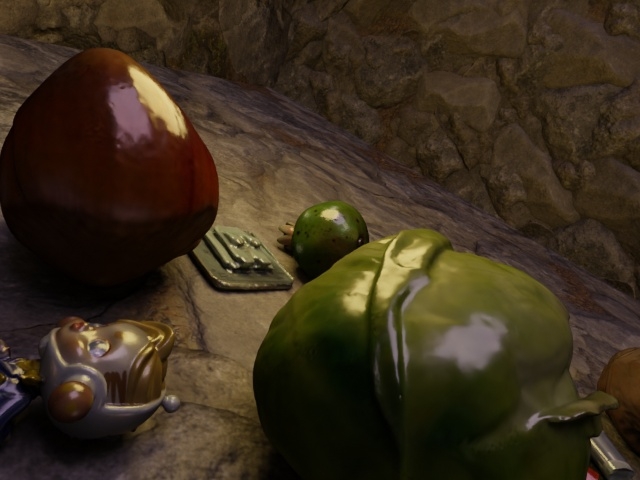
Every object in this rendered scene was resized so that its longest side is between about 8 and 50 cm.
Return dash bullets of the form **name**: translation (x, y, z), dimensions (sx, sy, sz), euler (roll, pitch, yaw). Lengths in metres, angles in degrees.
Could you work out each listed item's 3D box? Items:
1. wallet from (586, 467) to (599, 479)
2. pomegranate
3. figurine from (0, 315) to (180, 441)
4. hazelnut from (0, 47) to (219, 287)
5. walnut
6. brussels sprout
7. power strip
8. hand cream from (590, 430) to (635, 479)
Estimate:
- **wallet**: translation (0.290, 0.338, 0.740), dimensions (0.204, 0.045, 0.142), euler (36, 67, 25)
- **pomegranate**: translation (-0.001, -0.001, 1.119), dimensions (0.225, 0.187, 0.187), euler (5, 5, 40)
- **figurine**: translation (-0.291, 0.157, 0.514), dimensions (0.194, 0.133, 0.274), euler (14, 17, 40)
- **hazelnut**: translation (-0.321, -0.111, 0.775), dimensions (0.315, 0.372, 0.372), euler (-5, 32, -15)
- **walnut**: translation (0.734, 0.344, 1.041), dimensions (0.273, 0.227, 0.273), euler (26, 21, -11)
- **brussels sprout**: translation (0.113, 0.170, 0.611), dimensions (0.425, 0.342, 0.361), euler (27, 14, 33)
- **power strip**: translation (-0.170, 0.017, 1.016), dimensions (0.198, 0.064, 0.213), euler (3, 30, -47)
- **hand cream**: translation (0.526, 0.372, 0.995), dimensions (0.079, 0.048, 0.255), euler (18, 23, -14)
